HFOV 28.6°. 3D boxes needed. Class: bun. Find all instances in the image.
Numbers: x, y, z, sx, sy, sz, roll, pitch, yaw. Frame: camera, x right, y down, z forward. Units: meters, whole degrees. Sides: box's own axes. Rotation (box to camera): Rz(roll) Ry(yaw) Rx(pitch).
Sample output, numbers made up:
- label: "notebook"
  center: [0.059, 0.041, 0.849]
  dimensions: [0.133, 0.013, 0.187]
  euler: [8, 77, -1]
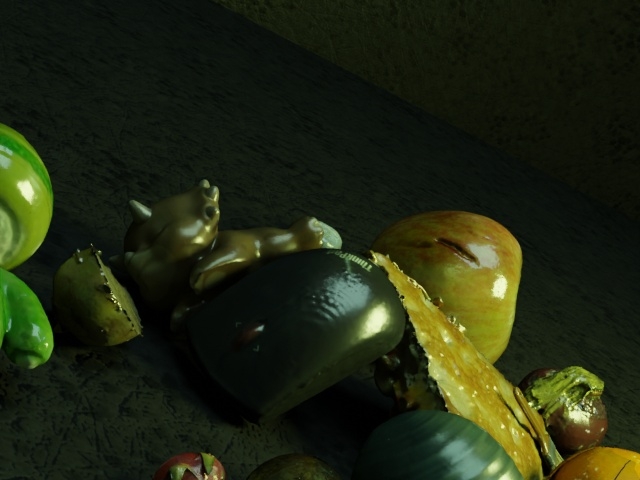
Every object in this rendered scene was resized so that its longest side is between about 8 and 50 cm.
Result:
- label: "bun"
  center: [0.000, 0.000, 2.146]
  dimensions: [0.083, 0.045, 0.083]
  euler: [29, 21, -12]

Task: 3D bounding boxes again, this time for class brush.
- label: "brush"
  center: [0.297, 0.263, 1.711]
  dimensions: [0.170, 0.014, 0.043]
  euler: [59, 24, -26]

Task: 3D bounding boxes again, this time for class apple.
- label: "apple"
  center: [0.179, 0.079, 1.913]
  dimensions: [0.264, 0.264, 0.264]
  euler: [30, 18, -11]

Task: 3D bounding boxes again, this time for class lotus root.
- label: "lotus root"
  center: [-0.028, 0.275, 1.252]
  dimensions: [0.120, 0.120, 0.209]
  euler: [33, 12, 1]

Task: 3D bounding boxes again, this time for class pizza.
- label: "pizza"
  center: [0.152, 0.199, 1.664]
  dimensions: [0.406, 0.130, 0.440]
  euler: [58, 19, 9]

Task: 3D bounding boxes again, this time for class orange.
- label: "orange"
  center: [0.385, 0.371, 1.604]
  dimensions: [0.234, 0.182, 0.234]
  euler: [30, 26, -16]

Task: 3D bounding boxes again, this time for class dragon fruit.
- label: "dragon fruit"
  center: [-0.122, 0.247, 1.248]
  dimensions: [0.083, 0.060, 0.056]
  euler: [29, 14, -20]

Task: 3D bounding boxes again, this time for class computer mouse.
- label: "computer mouse"
  center: [-0.024, 0.095, 1.520]
  dimensions: [0.170, 0.269, 0.100]
  euler: [46, -24, 34]

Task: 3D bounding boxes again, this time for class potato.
- label: "potato"
  center: [-0.261, 0.086, 1.439]
  dimensions: [0.101, 0.089, 0.172]
  euler: [61, -6, 19]

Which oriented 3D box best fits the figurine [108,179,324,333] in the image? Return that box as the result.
- label: "figurine"
  center: [-0.143, 0.012, 1.620]
  dimensions: [0.247, 0.177, 0.173]
  euler: [-22, 53, -26]

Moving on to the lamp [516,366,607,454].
- label: "lamp"
  center: [0.386, 0.260, 1.978]
  dimensions: [0.156, 0.135, 0.157]
  euler: [32, 15, -5]

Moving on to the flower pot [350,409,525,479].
- label: "flower pot"
  center: [0.129, 0.296, 1.313]
  dimensions: [0.157, 0.189, 0.243]
  euler: [-22, 84, -34]

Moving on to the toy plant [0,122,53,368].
- label: "toy plant"
  center: [-0.373, 0.027, 1.276]
  dimensions: [0.224, 0.184, 0.316]
  euler: [21, 36, -20]
